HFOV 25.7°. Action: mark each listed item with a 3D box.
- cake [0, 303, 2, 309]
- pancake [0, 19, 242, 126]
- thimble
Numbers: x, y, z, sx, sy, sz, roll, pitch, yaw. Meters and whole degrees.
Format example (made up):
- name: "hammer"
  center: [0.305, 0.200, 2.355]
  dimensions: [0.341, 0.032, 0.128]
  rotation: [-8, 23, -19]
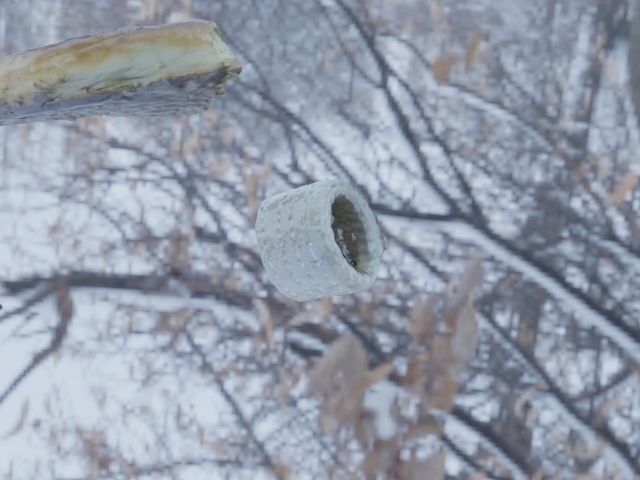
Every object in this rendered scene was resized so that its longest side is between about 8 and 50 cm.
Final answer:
- name: "cake"
  center: [-0.525, 0.081, 1.687]
  dimensions: [0.196, 0.293, 0.199]
  rotation: [32, 173, 33]
- name: "pancake"
  center: [-0.182, -0.135, 1.215]
  dimensions: [0.266, 0.057, 0.244]
  rotation: [-9, 178, 18]
- name: "thimble"
  center: [0.000, 0.000, 1.392]
  dimensions: [0.090, 0.115, 0.102]
  rotation: [-14, -137, 32]
